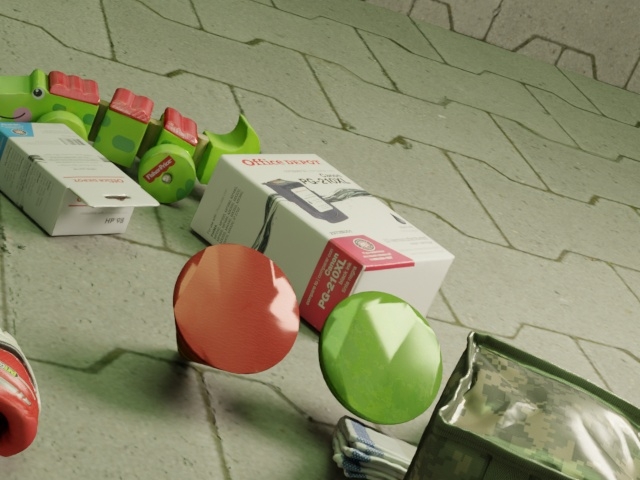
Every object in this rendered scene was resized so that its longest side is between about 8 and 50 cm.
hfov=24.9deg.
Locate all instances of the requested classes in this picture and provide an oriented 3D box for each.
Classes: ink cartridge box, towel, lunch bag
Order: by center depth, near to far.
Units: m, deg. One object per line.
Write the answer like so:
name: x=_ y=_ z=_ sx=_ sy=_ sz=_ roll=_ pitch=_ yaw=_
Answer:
lunch bag: x=0.185 y=0.243 z=1.046 sx=0.287 sy=0.235 sz=0.169 roll=24 pitch=27 yaw=5
towel: x=0.139 y=0.227 z=1.250 sx=0.285 sy=0.034 sz=0.209 roll=25 pitch=-1 yaw=-1
ink cartridge box: x=-0.267 y=-0.057 z=1.534 sx=0.180 sy=0.060 sz=0.104 roll=38 pitch=25 yaw=33
ink cartridge box: x=0.000 y=0.000 z=1.619 sx=0.237 sy=0.100 sz=0.172 roll=37 pitch=25 yaw=31

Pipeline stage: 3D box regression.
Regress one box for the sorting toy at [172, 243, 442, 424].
sorting toy: x=0.010 y=0.119 z=1.365 sx=0.365 sy=0.126 sz=0.127 roll=19 pitch=60 yaw=-21

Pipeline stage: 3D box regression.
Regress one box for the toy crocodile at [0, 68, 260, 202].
toy crocodile: x=-0.238 y=-0.132 z=1.679 sx=0.340 sy=0.105 sz=0.115 roll=18 pitch=22 yaw=-14

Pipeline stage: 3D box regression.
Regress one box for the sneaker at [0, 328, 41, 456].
sneaker: x=-0.326 y=0.111 z=1.034 sx=0.279 sy=0.107 sz=0.118 roll=3 pitch=40 yaw=-35
